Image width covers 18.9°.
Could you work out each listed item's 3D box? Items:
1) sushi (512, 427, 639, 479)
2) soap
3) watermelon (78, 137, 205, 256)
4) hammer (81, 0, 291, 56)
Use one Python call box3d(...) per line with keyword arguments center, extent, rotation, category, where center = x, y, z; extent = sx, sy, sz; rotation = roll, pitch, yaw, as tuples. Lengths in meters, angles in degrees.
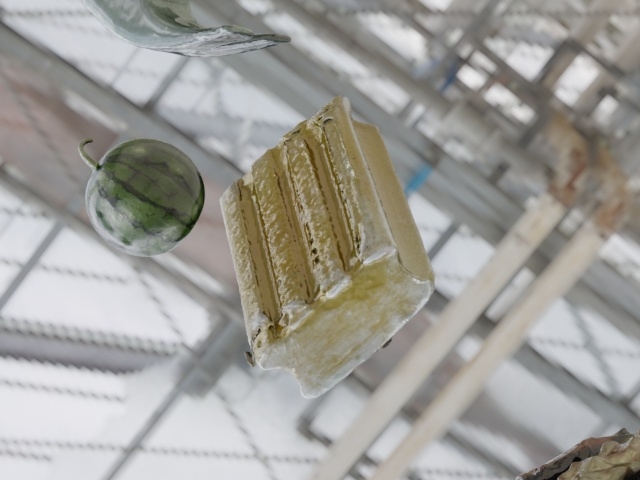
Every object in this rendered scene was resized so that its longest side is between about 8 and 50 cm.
box3d(center=(0.156, 0.108, 0.886), extent=(0.043, 0.192, 0.279), rotation=(64, 163, -4), category="sushi")
box3d(center=(0.000, 0.000, 1.771), extent=(0.089, 0.173, 0.274), rotation=(37, -159, -30), category="soap")
box3d(center=(-0.149, -0.038, 1.587), extent=(0.109, 0.109, 0.109), rotation=(35, -163, -12), category="watermelon")
box3d(center=(-0.037, -0.189, 0.848), extent=(0.041, 0.226, 0.159), rotation=(9, -151, -50), category="hammer")
